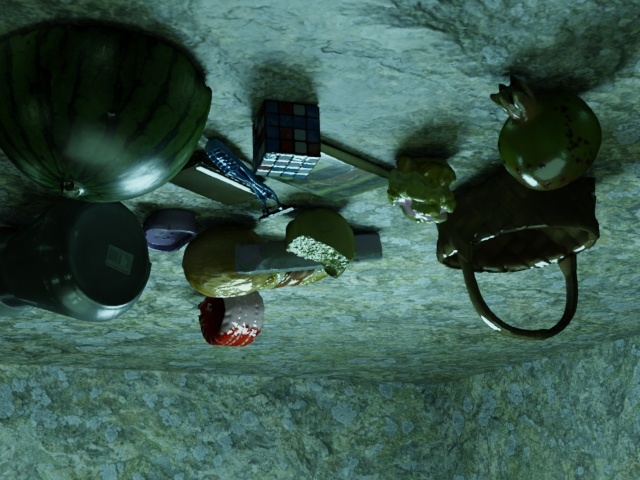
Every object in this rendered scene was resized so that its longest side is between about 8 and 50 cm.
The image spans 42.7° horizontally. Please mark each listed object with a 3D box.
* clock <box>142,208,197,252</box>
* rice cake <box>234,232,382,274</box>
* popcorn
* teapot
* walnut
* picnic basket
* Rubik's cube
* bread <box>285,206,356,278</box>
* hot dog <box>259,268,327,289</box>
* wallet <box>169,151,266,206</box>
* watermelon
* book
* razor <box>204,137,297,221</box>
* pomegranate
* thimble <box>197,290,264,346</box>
[{"bbox_3d":[-0.334,-0.022,1.747,0.110,0.050,0.153,9,158,-31],"label":"clock"},{"bbox_3d":[-0.013,0.027,1.804,0.399,0.070,0.064,-5,175,-37],"label":"rice cake"},{"bbox_3d":[0.186,-0.095,1.500,0.126,0.126,0.145,13,-172,-2],"label":"popcorn"},{"bbox_3d":[-0.516,0.043,1.661,0.344,0.253,0.300,-7,176,36],"label":"teapot"},{"bbox_3d":[-0.206,0.046,1.804,0.197,0.165,0.165,-10,162,-4],"label":"walnut"},{"bbox_3d":[0.396,0.044,1.635,0.293,0.337,0.337,6,159,-26],"label":"picnic basket"},{"bbox_3d":[-0.055,-0.160,1.311,0.092,0.092,0.092,3,161,-17],"label":"Rubik's cube"},{"bbox_3d":[0.005,-0.007,1.730,0.156,0.125,0.086,29,146,-10],"label":"bread"},{"bbox_3d":[-0.082,0.061,1.970,0.123,0.093,0.261,-30,164,38],"label":"hot dog"},{"bbox_3d":[-0.197,-0.111,1.533,0.110,0.031,0.198,-14,159,32],"label":"wallet"},{"bbox_3d":[-0.314,-0.152,1.178,0.331,0.189,0.331,-3,167,-1],"label":"watermelon"},{"bbox_3d":[0.011,-0.125,1.533,0.160,0.024,0.228,-16,158,40],"label":"book"},{"bbox_3d":[-0.135,-0.110,1.489,0.082,0.042,0.253,-20,149,18],"label":"razor"},{"bbox_3d":[0.342,-0.168,1.272,0.159,0.159,0.205,-20,127,42],"label":"pomegranate"},{"bbox_3d":[-0.247,0.211,2.275,0.125,0.163,0.189,8,159,-33],"label":"thimble"}]
